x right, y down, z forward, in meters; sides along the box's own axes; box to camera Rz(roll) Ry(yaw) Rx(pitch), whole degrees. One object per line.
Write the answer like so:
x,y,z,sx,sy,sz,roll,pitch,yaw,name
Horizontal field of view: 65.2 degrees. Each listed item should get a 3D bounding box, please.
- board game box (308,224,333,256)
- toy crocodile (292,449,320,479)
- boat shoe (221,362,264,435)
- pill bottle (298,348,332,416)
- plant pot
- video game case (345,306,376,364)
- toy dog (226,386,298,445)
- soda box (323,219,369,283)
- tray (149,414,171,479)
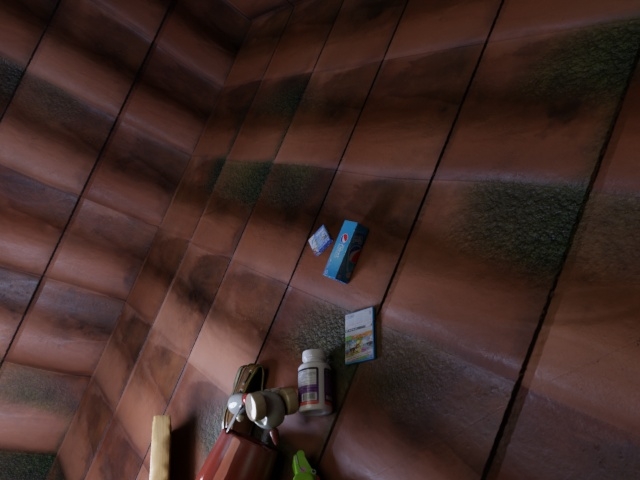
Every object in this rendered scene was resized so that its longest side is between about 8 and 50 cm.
0.000,0.000,1.911,0.090,0.020,0.090,-47,39,20,board game box
-0.021,0.767,1.422,0.340,0.105,0.115,-112,23,-50,toy crocodile
-0.272,0.595,1.803,0.104,0.110,0.307,-21,54,42,boat shoe
-0.018,0.451,1.595,0.108,0.108,0.194,-28,49,36,pill bottle
-0.277,0.767,1.607,0.272,0.272,0.265,0,61,49,plant pot
0.126,0.303,1.591,0.119,0.015,0.166,-24,52,39,video game case
-0.191,0.561,1.593,0.334,0.220,0.161,126,139,-70,toy dog
0.090,0.040,1.745,0.071,0.067,0.210,15,81,51,soda box
-0.633,0.930,1.975,0.203,0.076,0.411,108,159,-48,tray
